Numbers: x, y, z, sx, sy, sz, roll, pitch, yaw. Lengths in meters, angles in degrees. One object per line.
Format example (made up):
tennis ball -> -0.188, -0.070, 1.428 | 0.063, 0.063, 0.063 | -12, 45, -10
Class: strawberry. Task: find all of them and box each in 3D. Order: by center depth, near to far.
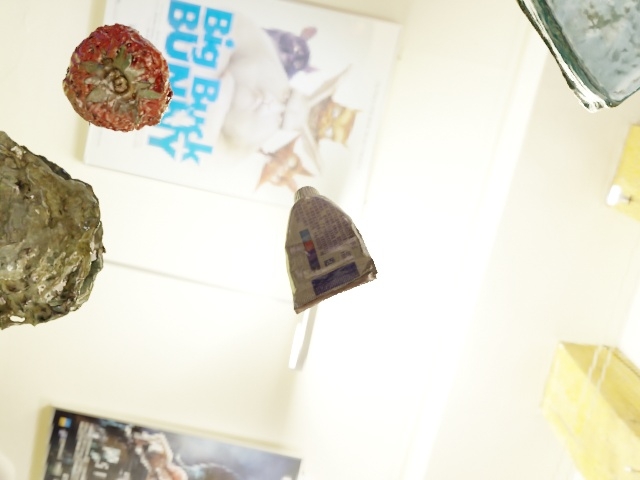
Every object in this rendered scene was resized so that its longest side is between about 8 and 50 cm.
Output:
strawberry -> -0.157, -0.122, 0.577 | 0.096, 0.083, 0.083 | 34, -65, 56

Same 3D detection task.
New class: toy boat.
toy boat -> 0.153, -0.167, 0.461 | 0.075, 0.185, 0.077 | -35, -161, 6

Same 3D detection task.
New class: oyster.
oyster -> -0.347, -0.018, 0.753 | 0.112, 0.267, 0.199 | 71, 35, -80

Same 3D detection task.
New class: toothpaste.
toothpaste -> 0.001, -0.002, 1.000 | 0.099, 0.068, 0.282 | -52, -156, 18
